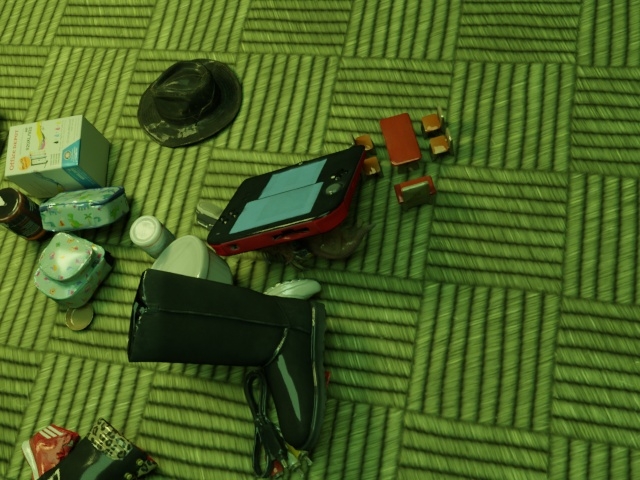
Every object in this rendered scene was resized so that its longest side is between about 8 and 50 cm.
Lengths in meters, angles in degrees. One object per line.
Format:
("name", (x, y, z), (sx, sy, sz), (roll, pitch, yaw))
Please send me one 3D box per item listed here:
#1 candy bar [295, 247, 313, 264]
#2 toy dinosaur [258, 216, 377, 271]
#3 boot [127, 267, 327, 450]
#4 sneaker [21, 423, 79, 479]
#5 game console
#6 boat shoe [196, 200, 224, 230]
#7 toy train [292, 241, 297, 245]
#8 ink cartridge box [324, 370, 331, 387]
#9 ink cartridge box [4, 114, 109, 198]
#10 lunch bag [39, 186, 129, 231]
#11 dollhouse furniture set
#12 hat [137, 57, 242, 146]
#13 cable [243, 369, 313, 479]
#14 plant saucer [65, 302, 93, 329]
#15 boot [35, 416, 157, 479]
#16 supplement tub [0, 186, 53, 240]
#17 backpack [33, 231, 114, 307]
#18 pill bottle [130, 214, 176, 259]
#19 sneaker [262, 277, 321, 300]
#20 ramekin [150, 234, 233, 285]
("candy bar", (-0.013, 0.017, 1.856), (0.161, 0.018, 0.040), (-32, 66, -1))
("toy dinosaur", (0.000, 0.000, 1.774), (0.295, 0.127, 0.200), (9, 63, 21))
("boot", (-0.211, 0.269, 1.561), (0.445, 0.146, 0.367), (15, 60, -28))
("sneaker", (-0.653, 0.556, 1.741), (0.128, 0.087, 0.221), (-41, 67, -4))
("game console", (-0.085, -0.108, 1.765), (0.386, 0.060, 0.342), (-13, 35, 25))
("boat shoe", (-0.260, -0.033, 1.918), (0.206, 0.075, 0.065), (32, 121, 16))
("toy train", (-0.080, -0.022, 1.887), (0.023, 0.017, 0.083), (-13, 66, -4))
("ink cartridge box", (-0.037, 0.340, 1.725), (0.115, 0.029, 0.063), (11, 72, 16))
("ink cartridge box", (-0.770, -0.241, 2.037), (0.232, 0.168, 0.171), (-7, 68, 10))
("lunch bag", (-0.664, -0.092, 1.959), (0.219, 0.176, 0.090), (-5, 107, 11))
("dollhouse furniture set", (0.225, -0.222, 1.835), (0.262, 0.135, 0.259), (-16, 66, 5))
("hat", (-0.409, -0.439, 2.060), (0.331, 0.134, 0.331), (-4, 69, 10))
("cable", (-0.129, 0.463, 1.699), (0.139, 0.072, 0.287), (-40, 53, 13))
("plant saucer", (-0.664, 0.209, 1.919), (0.083, 0.015, 0.083), (-4, 67, 10))
("boot", (-0.495, 0.634, 1.641), (0.377, 0.138, 0.284), (38, 69, 8))
("supplement tub", (-0.839, -0.065, 1.966), (0.106, 0.198, 0.106), (-5, 67, 11))
("backpack", (-0.687, 0.083, 1.906), (0.166, 0.144, 0.188), (24, 77, 16))
("pill bottle", (-0.442, 0.001, 1.875), (0.087, 0.160, 0.087), (-4, 68, 10))
("sneaker", (-0.124, 0.189, 1.779), (0.297, 0.111, 0.129), (-28, 81, 4))
("ramekin", (-0.338, 0.131, 1.768), (0.273, 0.127, 0.273), (-29, 45, 34))
